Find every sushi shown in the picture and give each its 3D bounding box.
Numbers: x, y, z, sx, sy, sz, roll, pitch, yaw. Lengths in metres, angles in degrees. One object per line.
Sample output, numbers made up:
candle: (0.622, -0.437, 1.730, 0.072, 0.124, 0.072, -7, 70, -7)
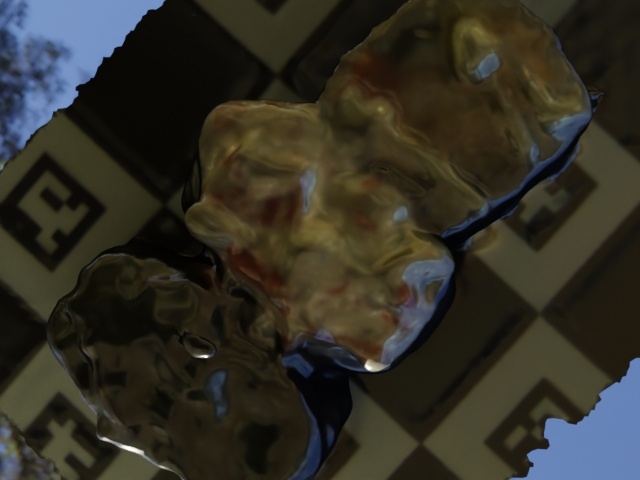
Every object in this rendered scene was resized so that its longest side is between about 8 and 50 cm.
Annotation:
sushi: (0.000, 0.000, 0.709, 0.296, 0.100, 0.373, 45, -83, 7)
